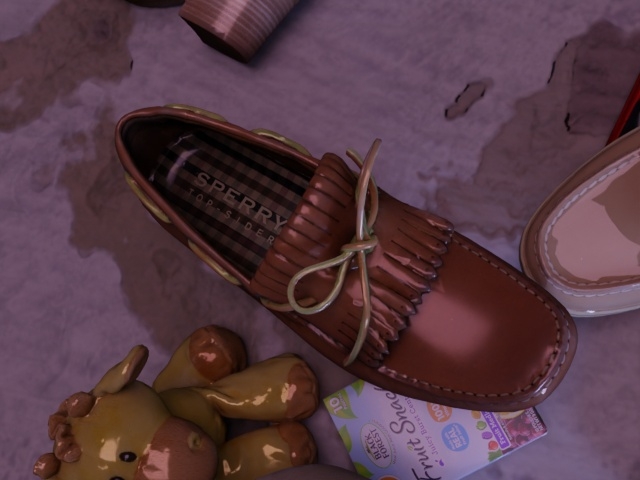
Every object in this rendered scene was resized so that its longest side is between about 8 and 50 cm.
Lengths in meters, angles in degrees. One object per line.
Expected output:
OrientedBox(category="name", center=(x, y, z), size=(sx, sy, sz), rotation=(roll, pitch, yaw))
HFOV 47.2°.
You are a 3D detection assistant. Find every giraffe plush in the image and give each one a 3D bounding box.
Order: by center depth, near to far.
OrientedBox(category="giraffe plush", center=(-0.117, 0.146, 0.539), size=(0.210, 0.170, 0.182), rotation=(1, 79, 13))

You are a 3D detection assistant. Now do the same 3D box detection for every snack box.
OrientedBox(category="snack box", center=(0.087, 0.135, 0.565), size=(0.141, 0.037, 0.100), rotation=(-29, 72, 6))

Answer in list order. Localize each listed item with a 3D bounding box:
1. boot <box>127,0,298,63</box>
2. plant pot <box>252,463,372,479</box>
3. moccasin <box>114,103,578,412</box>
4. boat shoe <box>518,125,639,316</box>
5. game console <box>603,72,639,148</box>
OrientedBox(category="boot", center=(-0.116, -0.319, 0.671), size=(0.283, 0.109, 0.220), rotation=(31, 87, 15))
OrientedBox(category="plant pot", center=(-0.003, 0.259, 0.458), size=(0.284, 0.284, 0.191), rotation=(-34, 52, 4))
OrientedBox(category="moccasin", center=(0.002, -0.003, 0.536), size=(0.380, 0.147, 0.139), rotation=(35, 85, 25))
OrientedBox(category="boat shoe", center=(0.289, -0.057, 0.482), size=(0.341, 0.110, 0.122), rotation=(-30, 76, 10))
OrientedBox(category="game console", center=(0.443, -0.099, 0.533), size=(0.386, 0.060, 0.342), rotation=(25, 91, 17))
